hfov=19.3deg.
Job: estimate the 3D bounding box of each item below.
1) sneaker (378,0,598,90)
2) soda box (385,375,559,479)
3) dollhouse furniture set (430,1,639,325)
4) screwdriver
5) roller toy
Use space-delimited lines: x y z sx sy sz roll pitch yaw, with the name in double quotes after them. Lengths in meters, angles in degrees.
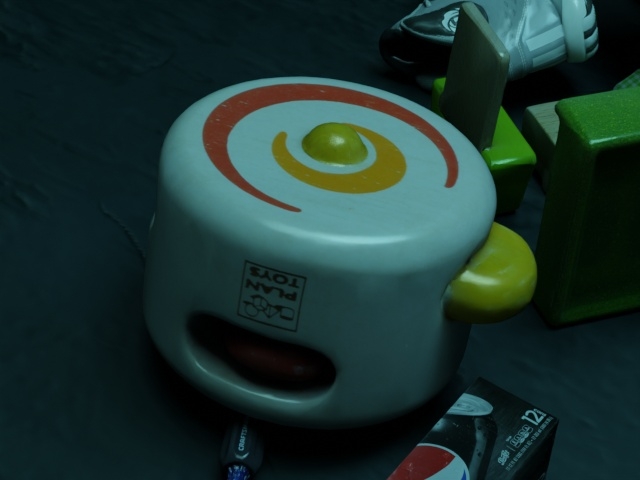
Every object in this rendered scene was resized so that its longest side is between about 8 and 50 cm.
0.087 -0.177 1.341 0.132 0.086 0.229 -27 39 -12 "sneaker"
0.060 0.148 0.989 0.053 0.060 0.169 27 46 22 "soda box"
0.246 -0.088 1.207 0.301 0.151 0.197 -11 45 -19 "dollhouse furniture set"
-0.051 0.146 1.001 0.025 0.024 0.170 33 36 -14 "screwdriver"
0.000 0.000 1.065 0.191 0.146 0.209 -10 39 -27 "roller toy"
